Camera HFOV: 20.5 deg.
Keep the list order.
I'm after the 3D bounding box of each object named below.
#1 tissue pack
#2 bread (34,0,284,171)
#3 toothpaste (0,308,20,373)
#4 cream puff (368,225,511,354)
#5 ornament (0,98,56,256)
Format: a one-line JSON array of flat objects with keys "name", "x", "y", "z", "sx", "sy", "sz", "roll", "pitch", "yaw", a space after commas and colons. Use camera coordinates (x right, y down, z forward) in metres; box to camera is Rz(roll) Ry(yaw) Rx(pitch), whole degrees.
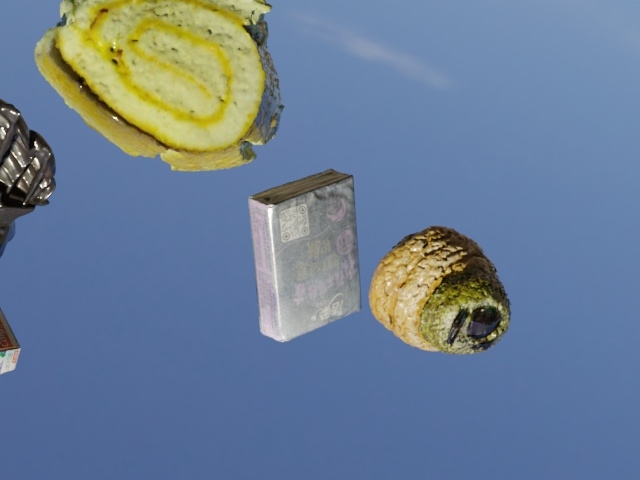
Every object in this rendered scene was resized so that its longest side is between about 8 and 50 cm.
[{"name": "tissue pack", "x": -0.015, "y": 0.015, "z": 1.810, "sx": 0.112, "sy": 0.156, "sz": 0.051, "roll": -21, "pitch": -153, "yaw": -35}, {"name": "bread", "x": -0.159, "y": -0.179, "z": 1.797, "sx": 0.257, "sy": 0.186, "sz": 0.124, "roll": 23, "pitch": 167, "yaw": 7}, {"name": "toothpaste", "x": -0.423, "y": 0.082, "z": 2.168, "sx": 0.040, "sy": 0.047, "sz": 0.196, "roll": -8, "pitch": -134, "yaw": -32}, {"name": "cream puff", "x": 0.175, "y": 0.088, "z": 2.383, "sx": 0.183, "sy": 0.183, "sz": 0.169, "roll": 3, "pitch": -153, "yaw": -31}, {"name": "ornament", "x": -0.394, "y": -0.110, "z": 1.894, "sx": 0.251, "sy": 0.260, "sz": 0.106, "roll": 31, "pitch": -138, "yaw": -11}]
